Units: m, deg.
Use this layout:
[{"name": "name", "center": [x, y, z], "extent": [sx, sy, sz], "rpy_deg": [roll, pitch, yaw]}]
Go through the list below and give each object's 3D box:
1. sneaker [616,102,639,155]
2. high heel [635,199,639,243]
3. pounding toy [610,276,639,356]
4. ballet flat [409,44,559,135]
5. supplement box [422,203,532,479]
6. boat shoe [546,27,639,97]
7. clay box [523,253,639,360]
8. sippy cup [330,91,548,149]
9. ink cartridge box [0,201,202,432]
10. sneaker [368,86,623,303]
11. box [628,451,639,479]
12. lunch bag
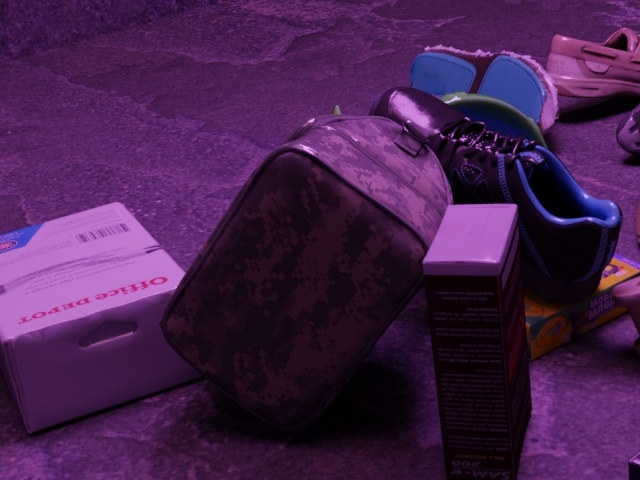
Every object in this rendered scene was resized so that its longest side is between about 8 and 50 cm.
[{"name": "sneaker", "center": [0.551, -0.193, 1.836], "extent": [0.267, 0.101, 0.106], "rpy_deg": [-25, 9, -34]}, {"name": "high heel", "center": [0.510, -0.009, 1.469], "extent": [0.186, 0.093, 0.261], "rpy_deg": [16, 13, -1]}, {"name": "pounding toy", "center": [0.422, 0.091, 1.234], "extent": [0.269, 0.155, 0.154], "rpy_deg": [-26, 3, -27]}, {"name": "ballet flat", "center": [0.308, -0.258, 1.988], "extent": [0.147, 0.147, 0.409], "rpy_deg": [-18, 27, -21]}, {"name": "supplement box", "center": [0.155, 0.098, 1.101], "extent": [0.073, 0.239, 0.130], "rpy_deg": [-1, 25, 18]}, {"name": "boat shoe", "center": [0.544, -0.310, 1.997], "extent": [0.341, 0.110, 0.121], "rpy_deg": [-6, 20, -28]}, {"name": "clay box", "center": [0.265, 0.069, 1.361], "extent": [0.222, 0.053, 0.127], "rpy_deg": [-21, 29, -28]}, {"name": "sippy cup", "center": [0.163, -0.099, 1.557], "extent": [0.240, 0.305, 0.224], "rpy_deg": [-35, 21, -1]}, {"name": "ink cartridge box", "center": [-0.295, 0.082, 1.404], "extent": [0.223, 0.129, 0.307], "rpy_deg": [-17, 26, -20]}, {"name": "sneaker", "center": [0.202, -0.085, 1.311], "extent": [0.341, 0.139, 0.125], "rpy_deg": [40, 58, 17]}, {"name": "box", "center": [0.347, 0.250, 0.781], "extent": [0.103, 0.184, 0.261], "rpy_deg": [-28, 31, -31]}, {"name": "lunch bag", "center": [0.001, 0.020, 1.246], "extent": [0.212, 0.305, 0.256], "rpy_deg": [37, 26, 5]}]
